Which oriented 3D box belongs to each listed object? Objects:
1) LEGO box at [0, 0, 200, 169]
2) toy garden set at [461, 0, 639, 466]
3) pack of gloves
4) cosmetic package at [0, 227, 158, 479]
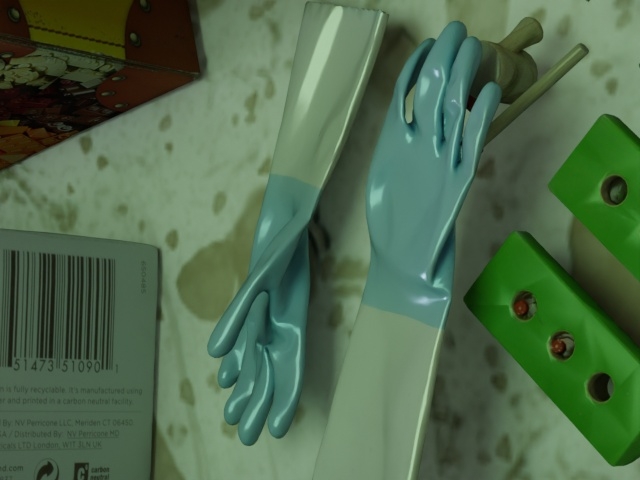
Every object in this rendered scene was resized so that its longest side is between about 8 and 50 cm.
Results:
[{"bbox_3d":[-0.301,-0.276,1.109,0.372,0.193,0.500,-21,72,36],"label":"LEGO box"},{"bbox_3d":[0.147,-0.060,0.812,0.204,0.049,0.244,49,116,30],"label":"toy garden set"},{"bbox_3d":[0.000,0.000,0.884,0.195,0.046,0.232,18,96,61],"label":"pack of gloves"},{"bbox_3d":[-0.207,0.072,1.023,0.184,0.151,0.151,-2,85,41],"label":"cosmetic package"}]
